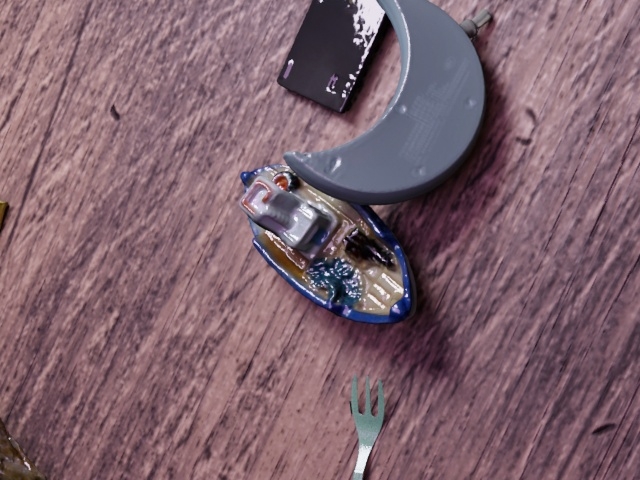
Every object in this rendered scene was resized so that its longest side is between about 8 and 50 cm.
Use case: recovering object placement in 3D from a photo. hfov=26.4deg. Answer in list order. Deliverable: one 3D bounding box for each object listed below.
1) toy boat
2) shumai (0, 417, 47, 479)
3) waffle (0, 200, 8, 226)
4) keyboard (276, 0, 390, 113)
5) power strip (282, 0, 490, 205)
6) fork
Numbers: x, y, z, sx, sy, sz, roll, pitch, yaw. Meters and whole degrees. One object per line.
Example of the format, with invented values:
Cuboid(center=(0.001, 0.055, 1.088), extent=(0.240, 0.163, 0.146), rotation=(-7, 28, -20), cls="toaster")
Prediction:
Cuboid(center=(0.000, 0.000, 1.393), extent=(0.262, 0.115, 0.114), rotation=(39, 99, 22), cls="toy boat")
Cuboid(center=(-0.444, 0.262, 1.515), extent=(0.218, 0.185, 0.184), rotation=(42, 101, 22), cls="shumai")
Cuboid(center=(-0.480, 0.026, 1.633), extent=(0.160, 0.055, 0.211), rotation=(21, 93, 24), cls="waffle")
Cuboid(center=(0.060, -0.292, 1.454), extent=(0.106, 0.027, 0.317), rotation=(28, 95, 27), cls="keyboard")
Cuboid(center=(0.086, -0.143, 1.377), extent=(0.167, 0.054, 0.253), rotation=(30, 77, 3), cls="power strip")
Cuboid(center=(0.037, 0.256, 1.399), extent=(0.039, 0.021, 0.235), rotation=(6, 87, 28), cls="fork")
